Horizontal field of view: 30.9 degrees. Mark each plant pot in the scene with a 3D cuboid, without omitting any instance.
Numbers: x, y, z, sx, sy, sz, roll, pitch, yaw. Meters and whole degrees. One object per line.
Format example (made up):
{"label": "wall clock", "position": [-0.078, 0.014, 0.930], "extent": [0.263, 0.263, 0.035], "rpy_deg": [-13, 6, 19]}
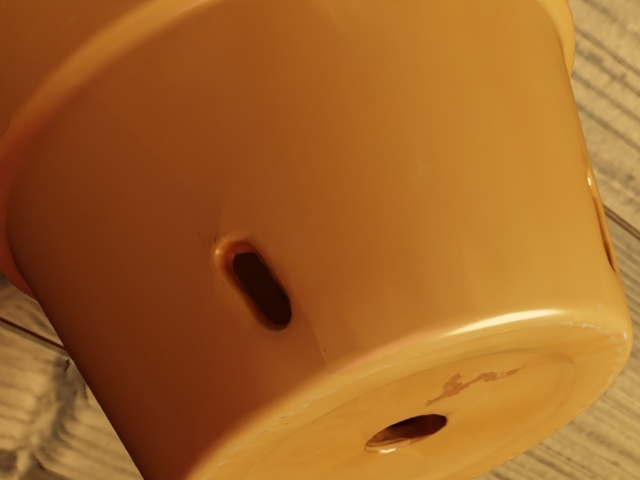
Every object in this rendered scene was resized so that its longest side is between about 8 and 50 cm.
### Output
{"label": "plant pot", "position": [0.000, 0.000, 0.510], "extent": [0.290, 0.204, 0.291], "rpy_deg": [-17, 152, -9]}
